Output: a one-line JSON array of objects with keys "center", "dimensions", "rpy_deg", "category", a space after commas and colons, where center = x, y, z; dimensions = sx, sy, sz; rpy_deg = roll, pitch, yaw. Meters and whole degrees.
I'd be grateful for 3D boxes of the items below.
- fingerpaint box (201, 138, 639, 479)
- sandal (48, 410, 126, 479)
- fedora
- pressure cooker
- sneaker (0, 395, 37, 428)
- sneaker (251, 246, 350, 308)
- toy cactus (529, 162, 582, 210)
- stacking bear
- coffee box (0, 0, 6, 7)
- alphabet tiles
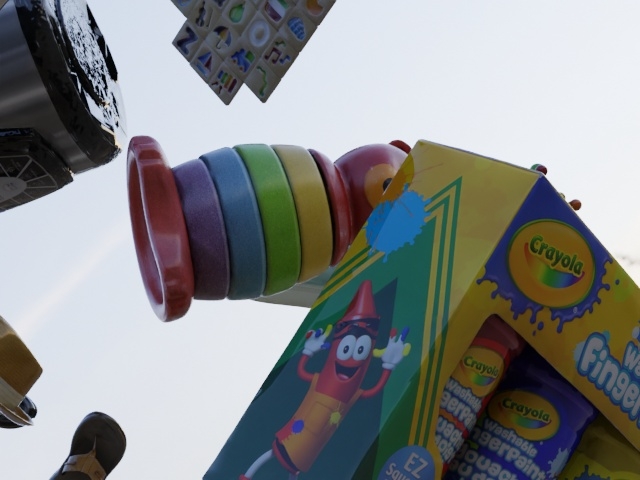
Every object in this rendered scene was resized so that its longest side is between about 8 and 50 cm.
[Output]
[{"center": [0.164, 0.184, 1.314], "dimensions": [0.445, 0.163, 0.371], "rpy_deg": [43, -105, -41], "category": "fingerpaint box"}, {"center": [-0.381, 0.365, 2.212], "dimensions": [0.219, 0.090, 0.060], "rpy_deg": [-51, 12, 24], "category": "sandal"}, {"center": [-0.395, 0.137, 1.672], "dimensions": [0.079, 0.194, 0.194], "rpy_deg": [-45, -13, -10], "category": "fedora"}, {"center": [-0.548, -0.225, 2.155], "dimensions": [0.421, 0.369, 0.375], "rpy_deg": [-19, 13, 5], "category": "pressure cooker"}, {"center": [-0.511, 0.221, 2.073], "dimensions": [0.067, 0.188, 0.078], "rpy_deg": [-57, 3, -15], "category": "sneaker"}, {"center": [0.000, 0.000, 1.732], "dimensions": [0.135, 0.366, 0.150], "rpy_deg": [-92, 15, -65], "category": "sneaker"}, {"center": [0.338, -0.036, 2.295], "dimensions": [0.112, 0.219, 0.180], "rpy_deg": [6, -15, 45], "category": "toy cactus"}, {"center": [-0.033, -0.027, 1.364], "dimensions": [0.289, 0.175, 0.164], "rpy_deg": [-10, -10, -14], "category": "stacking bear"}, {"center": [-0.534, -0.377, 1.679], "dimensions": [0.334, 0.338, 0.337], "rpy_deg": [-43, 17, 22], "category": "coffee box"}, {"center": [-0.122, -0.415, 2.387], "dimensions": [0.011, 0.285, 0.342], "rpy_deg": [-7, -39, -55], "category": "alphabet tiles"}]
